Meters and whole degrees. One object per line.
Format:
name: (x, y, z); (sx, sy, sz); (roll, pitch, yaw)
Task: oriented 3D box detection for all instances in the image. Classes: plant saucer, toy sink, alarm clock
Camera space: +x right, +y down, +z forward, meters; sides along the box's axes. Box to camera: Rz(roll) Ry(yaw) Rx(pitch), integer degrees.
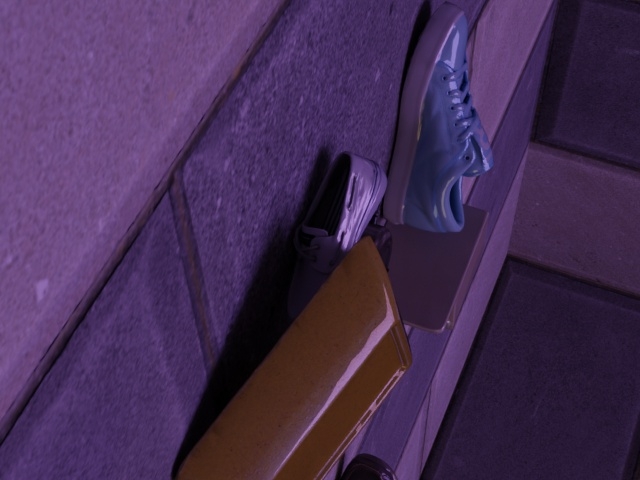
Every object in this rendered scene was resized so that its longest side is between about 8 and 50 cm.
plant saucer: (0.002, 0.188, 1.236); (0.332, 0.081, 0.333); (-52, 162, -9)
toy sink: (0.166, 0.055, 1.725); (0.131, 0.153, 0.234); (82, 29, -60)
alarm clock: (0.065, 0.019, 1.499); (0.129, 0.064, 0.192); (-17, 121, -72)

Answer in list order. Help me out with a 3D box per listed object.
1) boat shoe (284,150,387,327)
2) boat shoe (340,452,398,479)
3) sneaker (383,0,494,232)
boat shoe: (0.000, 0.000, 1.235); (0.076, 0.083, 0.226); (28, 80, -47)
boat shoe: (0.064, 0.577, 2.015); (0.130, 0.132, 0.355); (-45, 148, -61)
sneaker: (0.199, -0.174, 1.575); (0.135, 0.150, 0.365); (-55, 157, -51)
